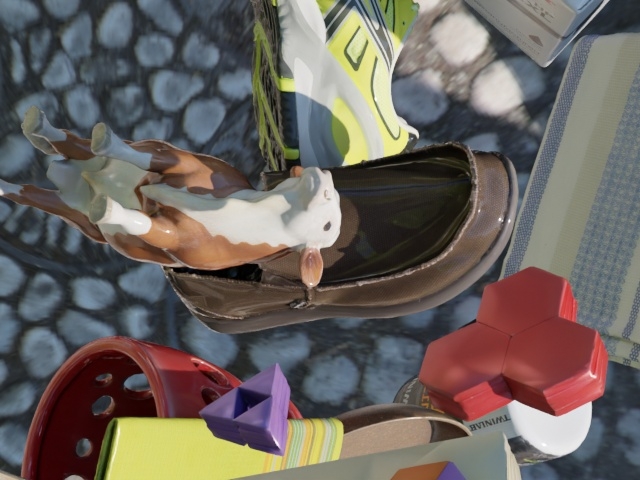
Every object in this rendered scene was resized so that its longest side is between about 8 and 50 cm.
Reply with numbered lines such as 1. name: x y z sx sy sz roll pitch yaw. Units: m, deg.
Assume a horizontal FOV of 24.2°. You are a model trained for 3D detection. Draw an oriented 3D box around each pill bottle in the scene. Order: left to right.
1. pill bottle: 0.163 0.193 1.620 0.130 0.246 0.130 16 63 -34

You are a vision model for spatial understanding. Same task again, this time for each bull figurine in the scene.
1. bull figurine: -0.128 -0.035 1.182 0.188 0.310 0.101 21 79 -41

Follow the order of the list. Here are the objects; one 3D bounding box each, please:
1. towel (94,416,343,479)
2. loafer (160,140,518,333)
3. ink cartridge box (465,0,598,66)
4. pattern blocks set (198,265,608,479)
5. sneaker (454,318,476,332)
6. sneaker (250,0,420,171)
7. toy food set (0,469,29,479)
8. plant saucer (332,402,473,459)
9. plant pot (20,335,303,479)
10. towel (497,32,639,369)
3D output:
1. towel: -0.068 0.166 0.995 0.021 0.237 0.102 13 92 37
2. loafer: 0.000 0.000 1.311 0.366 0.130 0.133 -19 58 31
3. ink cartridge box: 0.178 -0.294 1.366 0.223 0.307 0.129 42 90 4
4. pattern blocks set: 0.012 0.148 0.553 0.285 0.325 0.026 -22 125 6
5. sneaker: 0.170 0.093 1.424 0.098 0.069 0.038 -10 60 -11
6. sneaker: 0.009 -0.245 1.401 0.147 0.145 0.384 -7 105 -16
7. toy food set: -0.155 0.170 0.743 0.128 0.218 0.071 27 85 -32
8. plant saucer: 0.034 0.192 1.280 0.199 0.198 0.036 -15 56 -7
9. plant pot: -0.111 0.179 1.159 0.174 0.191 0.191 15 84 -41
10. towel: 0.213 -0.022 0.881 0.034 0.285 0.209 17 89 -28
